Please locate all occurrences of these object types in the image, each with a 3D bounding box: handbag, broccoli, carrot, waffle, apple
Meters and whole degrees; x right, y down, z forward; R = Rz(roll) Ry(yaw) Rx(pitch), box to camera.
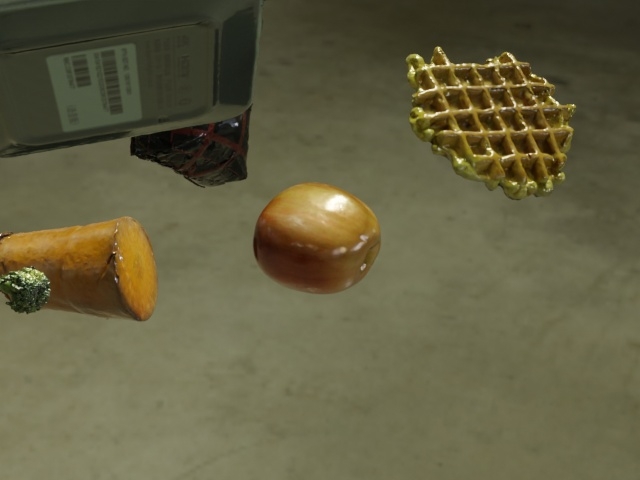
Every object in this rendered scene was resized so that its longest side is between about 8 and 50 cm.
[{"bbox_3d":[-0.208,-0.186,2.055,0.155,0.169,0.215,-10,-19,33],"label":"handbag"},{"bbox_3d":[-0.478,0.078,2.049,0.092,0.095,0.097,28,31,11],"label":"broccoli"},{"bbox_3d":[-0.434,0.061,2.238,0.254,0.196,0.196,-6,19,15],"label":"carrot"},{"bbox_3d":[0.273,-0.197,2.008,0.300,0.058,0.282,16,53,-18],"label":"waffle"},{"bbox_3d":[0.000,0.000,1.911,0.199,0.199,0.199,3,21,-1],"label":"apple"}]

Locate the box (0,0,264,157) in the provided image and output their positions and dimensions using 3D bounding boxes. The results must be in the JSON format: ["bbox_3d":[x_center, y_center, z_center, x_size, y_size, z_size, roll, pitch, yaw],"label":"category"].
[{"bbox_3d":[-0.272,-0.239,1.598,0.396,0.111,0.396,-10,-18,-8],"label":"box"}]
